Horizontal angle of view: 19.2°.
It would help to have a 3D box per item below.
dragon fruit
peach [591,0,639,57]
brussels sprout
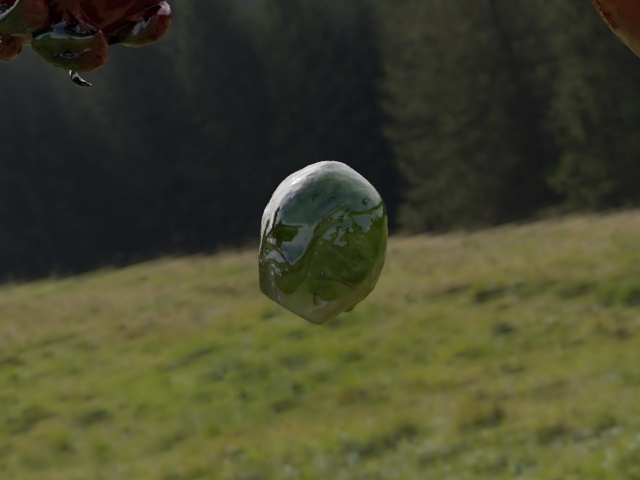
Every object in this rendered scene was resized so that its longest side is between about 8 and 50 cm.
[{"bbox_3d":[-0.174,-0.233,1.363,0.198,0.218,0.273,19,-34,-36],"label":"dragon fruit"},{"bbox_3d":[0.275,-0.226,1.421,0.197,0.197,0.197,-15,6,2],"label":"peach"},{"bbox_3d":[0.002,0.000,2.181,0.181,0.161,0.144,-54,-19,13],"label":"brussels sprout"}]
